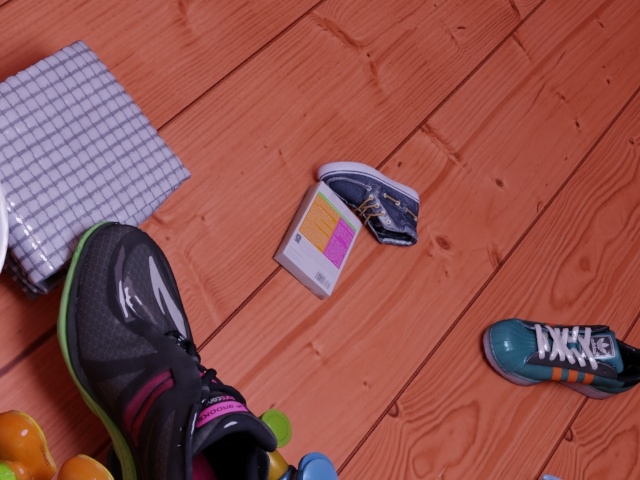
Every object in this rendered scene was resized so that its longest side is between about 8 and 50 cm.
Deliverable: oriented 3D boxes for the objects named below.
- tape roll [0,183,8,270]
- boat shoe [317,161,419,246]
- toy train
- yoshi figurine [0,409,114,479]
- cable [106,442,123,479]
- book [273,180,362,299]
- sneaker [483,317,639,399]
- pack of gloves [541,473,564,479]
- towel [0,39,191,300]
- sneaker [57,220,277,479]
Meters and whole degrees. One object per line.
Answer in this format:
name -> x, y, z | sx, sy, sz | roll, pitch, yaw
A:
tape roll -> -0.473, -0.008, 1.451 | 0.286, 0.100, 0.286 | 3, 80, -20
boat shoe -> 0.075, -0.052, 2.032 | 0.183, 0.065, 0.083 | 19, 56, -33
toy train -> -0.093, 0.238, 1.687 | 0.248, 0.143, 0.105 | 53, 45, -6
yoshi figurine -> -0.380, 0.315, 1.370 | 0.203, 0.203, 0.362 | 53, 53, -10
cable -> -0.159, 0.360, 1.651 | 0.287, 0.072, 0.139 | 40, 75, 0
book -> 0.000, 0.000, 1.967 | 0.096, 0.035, 0.144 | 43, 48, -19
sneaker -> 0.389, 0.168, 2.141 | 0.302, 0.121, 0.108 | 15, 59, -34
pack of gloves -> 0.397, 0.446, 2.008 | 0.232, 0.046, 0.195 | 23, 54, -29
towel -> -0.325, -0.085, 1.683 | 0.235, 0.121, 0.283 | 54, 45, -7
sneaker -> -0.146, 0.193, 1.546 | 0.185, 0.202, 0.483 | 0, 66, -52
